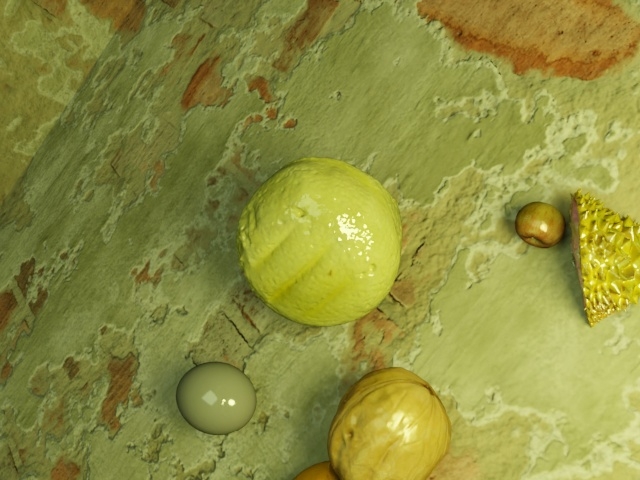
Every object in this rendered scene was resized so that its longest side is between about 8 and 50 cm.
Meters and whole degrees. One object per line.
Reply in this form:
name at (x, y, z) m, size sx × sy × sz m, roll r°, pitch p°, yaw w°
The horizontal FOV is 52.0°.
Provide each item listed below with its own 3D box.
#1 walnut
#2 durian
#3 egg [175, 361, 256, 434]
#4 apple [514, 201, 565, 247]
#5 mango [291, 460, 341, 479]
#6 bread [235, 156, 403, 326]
walnut at (0.110, 0.325, 1.097) m, size 0.195 × 0.195 × 0.221 m, roll 40°, pitch 105°, yaw 40°
durian at (0.438, 0.021, 1.025) m, size 0.182 × 0.165 × 0.132 m, roll -58°, pitch 13°, yaw -27°
egg at (-0.219, 0.325, 1.361) m, size 0.199 × 0.146 × 0.146 m, roll 9°, pitch 78°, yaw 47°
apple at (0.372, -0.028, 1.108) m, size 0.084 × 0.084 × 0.071 m, roll 20°, pitch 76°, yaw 40°
mango at (-0.034, 0.518, 1.151) m, size 0.257 × 0.138 × 0.187 m, roll -47°, pitch 39°, yaw 4°
bread at (-0.001, 0.008, 1.229) m, size 0.320 × 0.320 × 0.237 m, roll -24°, pitch 35°, yaw 27°
